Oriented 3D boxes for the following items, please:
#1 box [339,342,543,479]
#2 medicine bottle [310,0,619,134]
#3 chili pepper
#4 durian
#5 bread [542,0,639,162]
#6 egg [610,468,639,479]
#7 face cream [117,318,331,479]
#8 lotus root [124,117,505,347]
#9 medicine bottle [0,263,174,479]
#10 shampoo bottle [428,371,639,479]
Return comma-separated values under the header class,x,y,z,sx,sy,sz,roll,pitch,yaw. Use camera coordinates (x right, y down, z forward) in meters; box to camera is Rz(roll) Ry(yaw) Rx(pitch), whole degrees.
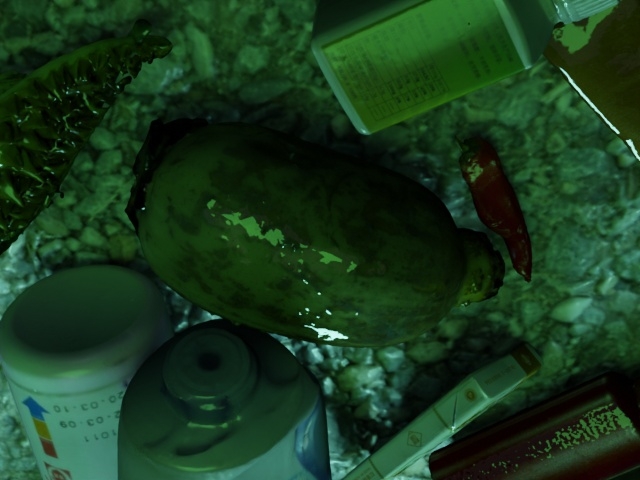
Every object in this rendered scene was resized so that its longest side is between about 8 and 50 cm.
class,x,y,z,sx,sy,sz,roll,pitch,yaw
box,0.098,0.177,1.008,0.220,0.122,0.032,-45,74,31
medicine bottle,0.096,-0.163,0.744,0.188,0.132,0.088,-21,120,21
chili pepper,0.149,-0.021,0.898,0.027,0.045,0.178,-9,131,25
durian,-0.260,-0.056,0.878,0.106,0.132,0.375,33,119,-31
bread,0.259,-0.103,0.819,0.088,0.049,0.226,-35,116,27
egg,0.311,0.296,1.034,0.201,0.164,0.164,-22,121,27
face cream,-0.080,0.230,0.988,0.137,0.234,0.420,36,148,31
lotus root,0.000,0.000,0.866,0.309,0.173,0.173,17,126,-8
medicine bottle,-0.193,0.160,1.010,0.152,0.152,0.255,-2,127,9
shampoo bottle,0.233,0.188,1.025,0.260,0.064,0.102,-31,113,26
